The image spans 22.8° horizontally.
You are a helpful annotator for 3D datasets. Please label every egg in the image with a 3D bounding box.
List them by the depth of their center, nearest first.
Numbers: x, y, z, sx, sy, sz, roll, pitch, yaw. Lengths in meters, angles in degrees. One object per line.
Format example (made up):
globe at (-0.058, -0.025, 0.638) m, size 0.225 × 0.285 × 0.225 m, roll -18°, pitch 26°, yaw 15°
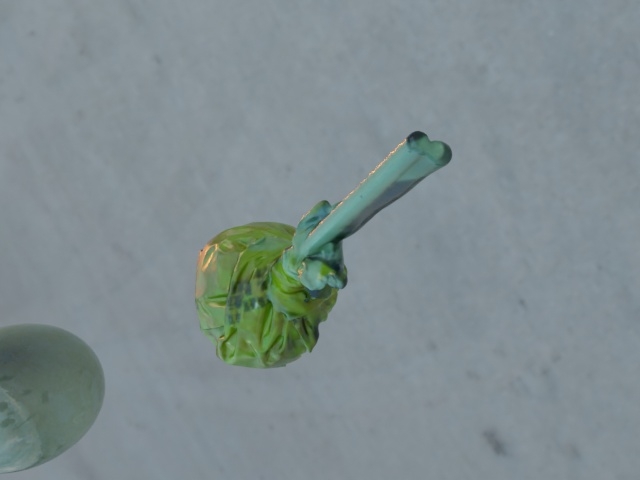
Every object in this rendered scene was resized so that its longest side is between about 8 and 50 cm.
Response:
egg at (-0.244, 0.125, 1.245) m, size 0.114 × 0.152 × 0.114 m, roll 160°, pitch 90°, yaw -77°

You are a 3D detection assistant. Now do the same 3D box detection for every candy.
candy at (0.002, 0.002, 0.734) m, size 0.262 × 0.073 × 0.077 m, roll 140°, pitch 142°, yaw -64°
